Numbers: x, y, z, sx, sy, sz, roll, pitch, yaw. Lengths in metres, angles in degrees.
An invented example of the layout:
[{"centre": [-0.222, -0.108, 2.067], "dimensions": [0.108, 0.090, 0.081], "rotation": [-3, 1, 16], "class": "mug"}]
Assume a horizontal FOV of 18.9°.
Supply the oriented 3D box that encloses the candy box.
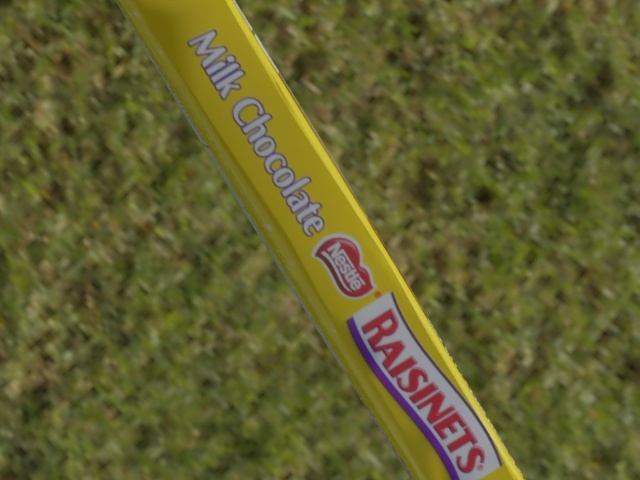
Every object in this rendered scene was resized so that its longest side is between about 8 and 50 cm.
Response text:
[{"centre": [0.000, 0.000, 0.497], "dimensions": [0.027, 0.105, 0.206], "rotation": [-32, 98, -3], "class": "candy box"}]
